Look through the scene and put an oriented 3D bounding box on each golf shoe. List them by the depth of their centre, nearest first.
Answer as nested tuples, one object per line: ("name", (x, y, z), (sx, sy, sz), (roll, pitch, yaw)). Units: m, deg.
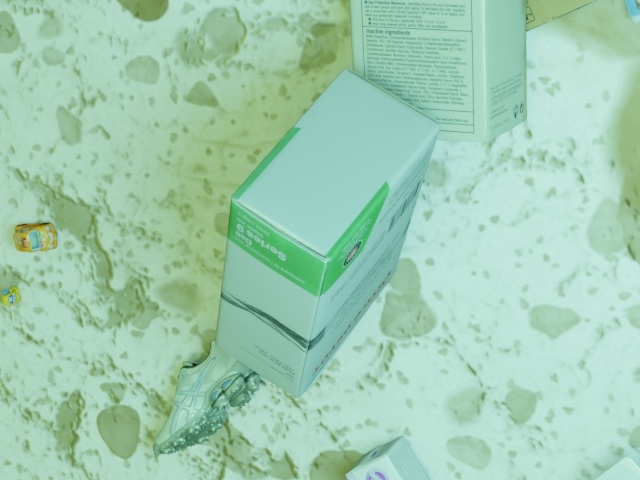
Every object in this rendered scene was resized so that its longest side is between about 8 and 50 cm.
("golf shoe", (-0.150, 0.191, 1.864), (0.176, 0.069, 0.086), (-43, 66, 23))

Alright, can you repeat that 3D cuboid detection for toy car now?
("toy car", (-0.365, 0.034, 1.910), (0.060, 0.040, 0.122), (16, 109, 18))

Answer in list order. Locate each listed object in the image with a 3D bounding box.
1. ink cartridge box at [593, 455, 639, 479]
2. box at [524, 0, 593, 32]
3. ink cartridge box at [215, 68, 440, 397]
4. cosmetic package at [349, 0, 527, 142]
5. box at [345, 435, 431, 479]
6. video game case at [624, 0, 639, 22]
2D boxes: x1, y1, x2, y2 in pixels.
("ink cartridge box", (0.364, 0.319, 1.675), (0.104, 0.061, 0.181), (-43, 87, 25))
("box", (0.235, -0.332, 1.554), (0.164, 0.021, 0.201), (-21, 94, 36))
("ink cartridge box", (0.000, 0.000, 1.591), (0.122, 0.211, 0.289), (32, 148, 12))
("cosmetic package", (0.119, -0.265, 1.569), (0.160, 0.113, 0.309), (8, 110, 29))
("box", (0.146, 0.385, 1.783), (0.063, 0.067, 0.324), (-31, 92, 26))
("video game case", (0.375, -0.333, 1.514), (0.201, 0.023, 0.183), (-17, 97, 25))
